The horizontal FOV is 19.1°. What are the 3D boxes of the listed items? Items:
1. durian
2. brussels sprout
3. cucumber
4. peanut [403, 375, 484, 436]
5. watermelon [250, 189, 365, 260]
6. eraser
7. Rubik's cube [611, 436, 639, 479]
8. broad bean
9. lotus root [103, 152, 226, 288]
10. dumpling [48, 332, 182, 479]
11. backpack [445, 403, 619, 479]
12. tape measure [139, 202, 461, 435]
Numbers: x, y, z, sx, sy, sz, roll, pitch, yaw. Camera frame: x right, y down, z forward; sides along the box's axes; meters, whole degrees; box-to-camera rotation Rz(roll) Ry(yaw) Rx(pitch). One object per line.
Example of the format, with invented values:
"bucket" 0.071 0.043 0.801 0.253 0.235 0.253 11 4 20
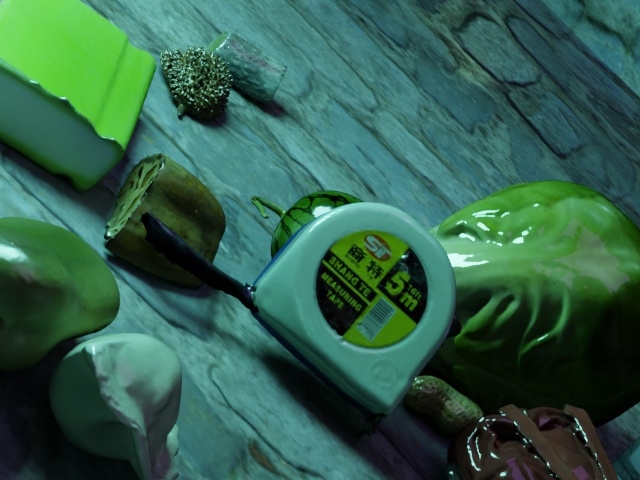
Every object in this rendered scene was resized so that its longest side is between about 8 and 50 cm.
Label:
"durian" -0.155 -0.207 2.421 0.110 0.071 0.140 34 30 -15
"brussels sprout" 0.258 0.074 2.304 0.355 0.289 0.281 6 47 -17
"cucumber" -0.102 -0.234 2.549 0.112 0.064 0.064 31 26 -12
"peanut" 0.141 0.192 2.207 0.113 0.054 0.054 33 25 -12
"watermelon" 0.000 0.000 2.211 0.187 0.140 0.141 40 24 2
"eraser" -0.298 -0.185 2.149 0.210 0.092 0.274 35 24 -15
"Rubik's cube" 0.540 0.336 2.241 0.301 0.305 0.304 10 37 -50
"broad bean" -0.285 0.043 1.761 0.189 0.121 0.263 21 8 8
"lotus root" -0.164 -0.030 2.086 0.135 0.095 0.159 32 31 -28
"dumpling" -0.174 0.154 1.733 0.151 0.124 0.229 56 0 0
"backpack" 0.254 0.286 2.103 0.229 0.139 0.229 32 25 -17
"tape measure" -0.012 0.025 2.078 0.351 0.215 0.098 42 -16 -8
